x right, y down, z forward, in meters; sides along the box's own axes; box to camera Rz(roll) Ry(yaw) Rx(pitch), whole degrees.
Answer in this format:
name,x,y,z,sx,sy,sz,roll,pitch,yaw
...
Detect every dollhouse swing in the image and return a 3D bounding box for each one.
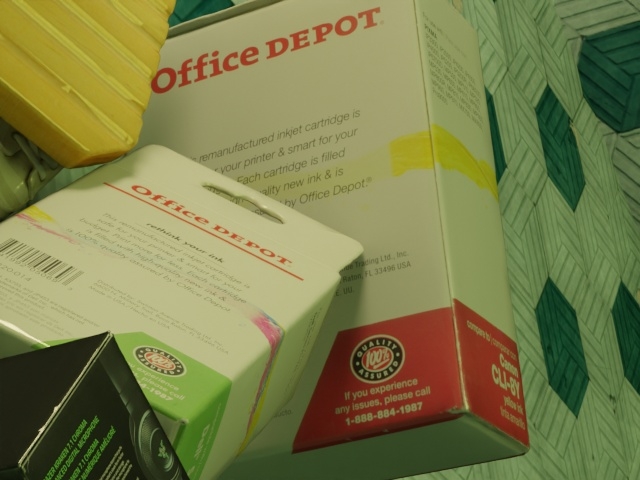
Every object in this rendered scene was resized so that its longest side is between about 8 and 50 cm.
name,x,y,z,sx,sy,sz,roll,pitch,yaw
dollhouse swing,-0.174,-0.280,1.277,0.305,0.315,0.346,29,44,-20

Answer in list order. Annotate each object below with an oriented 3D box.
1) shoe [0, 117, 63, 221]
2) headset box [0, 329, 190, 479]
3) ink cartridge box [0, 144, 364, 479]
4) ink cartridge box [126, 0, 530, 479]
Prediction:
name,x,y,z,sx,sy,sz,roll,pitch,yaw
shoe,-0.214,-0.092,1.367,0.076,0.058,0.219,60,28,-30
headset box,-0.188,0.206,1.032,0.283,0.246,0.131,64,27,-21
ink cartridge box,-0.124,0.060,1.276,0.353,0.207,0.119,-40,153,-63
ink cartridge box,0.000,0.000,1.507,0.160,0.279,0.384,32,48,-58
